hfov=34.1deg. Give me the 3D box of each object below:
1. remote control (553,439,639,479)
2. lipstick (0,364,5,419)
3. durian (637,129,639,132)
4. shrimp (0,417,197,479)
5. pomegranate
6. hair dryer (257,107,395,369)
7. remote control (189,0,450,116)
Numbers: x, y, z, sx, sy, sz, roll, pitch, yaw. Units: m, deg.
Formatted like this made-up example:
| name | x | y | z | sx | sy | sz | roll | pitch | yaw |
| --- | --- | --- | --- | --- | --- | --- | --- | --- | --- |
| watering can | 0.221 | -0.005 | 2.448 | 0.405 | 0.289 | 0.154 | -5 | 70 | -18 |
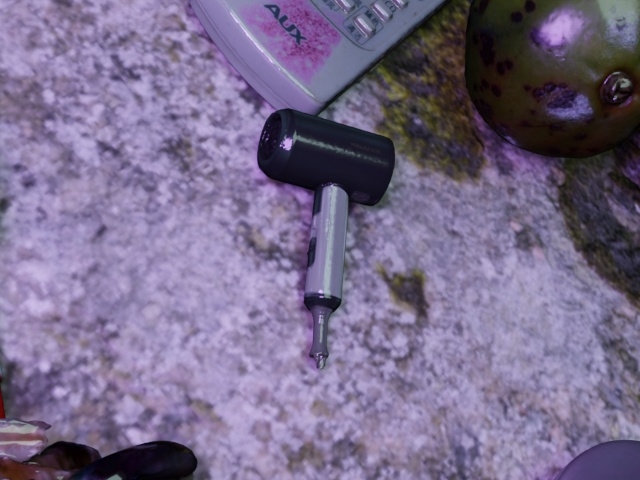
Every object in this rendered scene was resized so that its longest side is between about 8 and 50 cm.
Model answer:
| name | x | y | z | sx | sy | sz | roll | pitch | yaw |
| --- | --- | --- | --- | --- | --- | --- | --- | --- | --- |
| remote control | 0.218 | 0.294 | 0.756 | 0.221 | 0.103 | 0.332 | 48 | 52 | -7 |
| lipstick | -0.233 | -0.002 | 0.646 | 0.068 | 0.061 | 0.274 | 2 | 72 | -55 |
| durian | 0.425 | -0.147 | 0.995 | 0.291 | 0.224 | 0.291 | 12 | 61 | -23 |
| shrimp | -0.256 | 0.203 | 0.517 | 0.446 | 0.110 | 0.221 | -18 | 82 | -28 |
| pomegranate | 0.215 | -0.188 | 0.930 | 0.202 | 0.202 | 0.248 | 18 | 30 | -23 |
| hair dryer | 0.000 | 0.000 | 0.793 | 0.100 | 0.057 | 0.197 | 12 | 69 | -24 |
| remote control | 0.039 | -0.238 | 0.917 | 0.145 | 0.050 | 0.344 | 48 | 53 | -4 |
